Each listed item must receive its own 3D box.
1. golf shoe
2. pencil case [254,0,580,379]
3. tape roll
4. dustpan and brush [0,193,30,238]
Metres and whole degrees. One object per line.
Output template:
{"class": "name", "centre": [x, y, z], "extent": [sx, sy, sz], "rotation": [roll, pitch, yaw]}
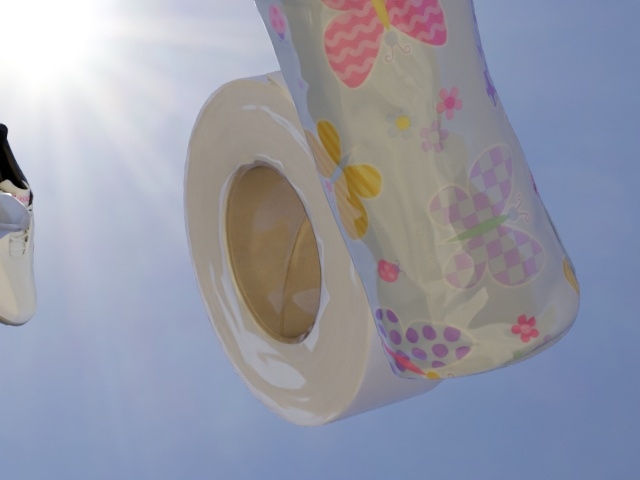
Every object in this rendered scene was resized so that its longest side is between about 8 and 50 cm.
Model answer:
{"class": "golf shoe", "centre": [-0.291, -0.015, 1.554], "extent": [0.086, 0.067, 0.186], "rotation": [-26, -100, 44]}
{"class": "pencil case", "centre": [0.055, -0.060, 0.951], "extent": [0.113, 0.124, 0.273], "rotation": [8, -59, 57]}
{"class": "tape roll", "centre": [0.000, 0.000, 1.380], "extent": [0.286, 0.100, 0.286], "rotation": [30, -54, 52]}
{"class": "dustpan and brush", "centre": [-0.177, -0.027, 0.749], "extent": [0.060, 0.147, 0.211], "rotation": [-41, -151, 15]}
